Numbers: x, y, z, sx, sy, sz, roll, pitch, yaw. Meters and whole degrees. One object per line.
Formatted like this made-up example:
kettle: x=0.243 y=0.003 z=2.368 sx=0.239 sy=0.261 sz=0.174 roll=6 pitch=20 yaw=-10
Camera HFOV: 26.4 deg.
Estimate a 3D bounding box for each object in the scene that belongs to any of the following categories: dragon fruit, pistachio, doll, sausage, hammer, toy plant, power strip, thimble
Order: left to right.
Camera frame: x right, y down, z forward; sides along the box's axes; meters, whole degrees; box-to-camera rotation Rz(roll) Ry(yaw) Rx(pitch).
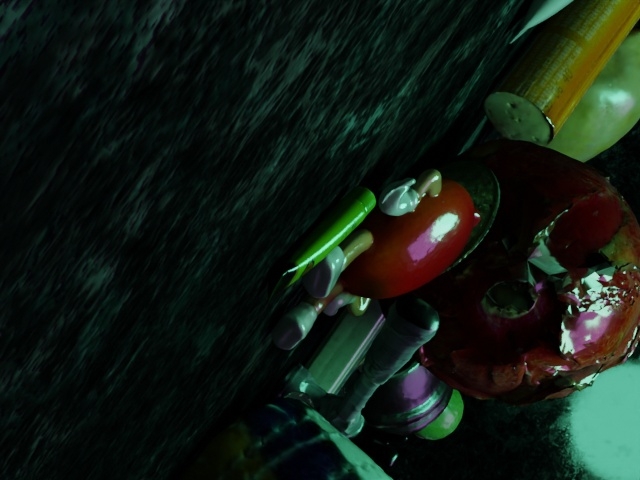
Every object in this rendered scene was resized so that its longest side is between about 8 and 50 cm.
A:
thimble: x=-0.039 y=0.267 z=1.289 sx=0.237 sy=0.150 sz=0.237 roll=-36 pitch=152 yaw=-23
power strip: x=0.031 y=0.126 z=1.642 sx=0.272 sy=0.052 sz=0.078 roll=-55 pitch=172 yaw=1
hammer: x=0.042 y=0.128 z=1.328 sx=0.044 sy=0.152 sz=0.427 roll=-52 pitch=172 yaw=-21
toy plant: x=0.094 y=0.216 z=1.964 sx=0.235 sy=0.218 sz=0.175 roll=79 pitch=16 yaw=-49
doll: x=0.057 y=0.002 z=1.166 sx=0.217 sy=0.085 sz=0.183 roll=-29 pitch=159 yaw=-30
dragon fruit: x=0.203 y=0.037 z=1.458 sx=0.296 sy=0.295 sz=0.302 roll=-57 pitch=-179 yaw=17
pistachio: x=0.329 y=-0.179 z=1.763 sx=0.212 sy=0.163 sz=0.260 roll=-17 pitch=160 yaw=-21
sausage: x=0.309 y=-0.244 z=1.602 sx=0.312 sy=0.093 sz=0.093 roll=-52 pitch=172 yaw=-25

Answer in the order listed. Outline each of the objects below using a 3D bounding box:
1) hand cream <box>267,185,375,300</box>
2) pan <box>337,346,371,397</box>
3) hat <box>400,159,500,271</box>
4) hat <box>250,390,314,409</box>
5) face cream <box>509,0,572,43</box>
hand cream: x=0.000 y=0.000 z=1.012 sx=0.122 sy=0.023 sz=0.036 roll=-44 pitch=171 yaw=-38
pan: x=0.023 y=0.182 z=1.819 sx=0.202 sy=0.048 sz=0.128 roll=-49 pitch=167 yaw=-7
hat: x=0.097 y=-0.038 z=1.330 sx=0.146 sy=0.067 sz=0.146 roll=-29 pitch=-142 yaw=26
hat: x=-0.057 y=0.199 z=1.420 sx=0.121 sy=0.050 sz=0.121 roll=-51 pitch=162 yaw=-23
face cream: x=0.290 y=-0.313 z=1.277 sx=0.314 sy=0.089 sz=0.143 roll=-47 pitch=179 yaw=41
